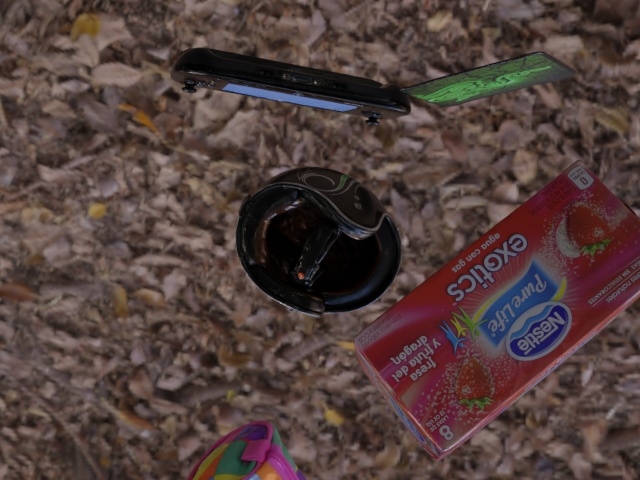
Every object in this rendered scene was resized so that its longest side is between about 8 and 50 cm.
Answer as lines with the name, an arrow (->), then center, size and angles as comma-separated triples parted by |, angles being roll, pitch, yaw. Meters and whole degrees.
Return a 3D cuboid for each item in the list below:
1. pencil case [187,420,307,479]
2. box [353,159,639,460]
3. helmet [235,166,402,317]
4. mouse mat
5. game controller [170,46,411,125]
pencil case -> -0.015, 0.266, 0.787 | 0.104, 0.104, 0.236 | -25, 109, 34
box -> 0.164, 0.066, 0.816 | 0.257, 0.123, 0.128 | -38, 164, -7
helmet -> 0.000, 0.000, 1.005 | 0.169, 0.170, 0.161 | -12, 177, 23
mouse mat -> 0.211, -0.199, 1.164 | 0.189, 0.007, 0.152 | -9, 174, 32
game controller -> -0.040, -0.204, 1.245 | 0.319, 0.166, 0.067 | 8, 101, -12
